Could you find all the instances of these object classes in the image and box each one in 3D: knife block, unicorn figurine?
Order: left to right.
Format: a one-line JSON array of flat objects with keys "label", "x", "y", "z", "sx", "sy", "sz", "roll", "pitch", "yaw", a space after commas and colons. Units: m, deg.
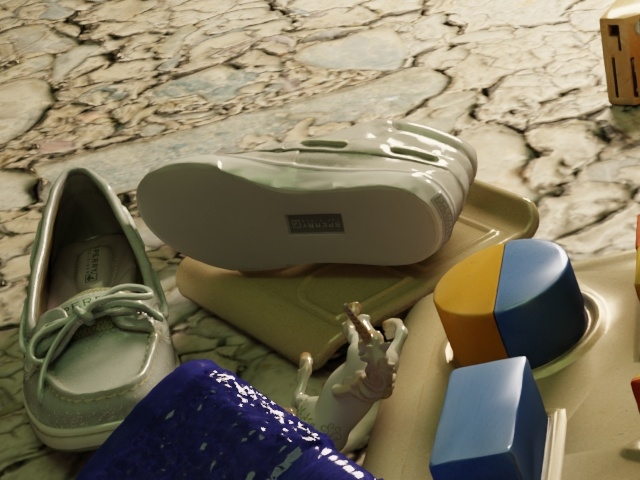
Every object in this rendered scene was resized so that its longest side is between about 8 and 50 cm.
[{"label": "unicorn figurine", "x": 0.019, "y": 0.086, "z": 0.960, "sx": 0.060, "sy": 0.162, "sz": 0.111, "roll": 16, "pitch": 28, "yaw": -7}, {"label": "knife block", "x": 0.361, "y": -0.240, "z": 1.486, "sx": 0.275, "sy": 0.088, "sz": 0.242, "roll": -18, "pitch": 26, "yaw": -9}]

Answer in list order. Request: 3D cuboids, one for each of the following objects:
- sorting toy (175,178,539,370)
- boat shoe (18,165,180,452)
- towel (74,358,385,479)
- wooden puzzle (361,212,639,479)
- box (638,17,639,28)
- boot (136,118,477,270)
[{"label": "sorting toy", "x": 0.000, "y": 0.000, "z": 1.234, "sx": 0.229, "sy": 0.041, "sz": 0.307, "roll": -31, "pitch": 32, "yaw": -24}, {"label": "boat shoe", "x": -0.172, "y": 0.048, "z": 1.133, "sx": 0.118, "sy": 0.103, "sz": 0.320, "roll": -13, "pitch": 27, "yaw": -1}, {"label": "towel", "x": -0.034, "y": 0.207, "z": 0.744, "sx": 0.227, "sy": 0.076, "sz": 0.308, "roll": -45, "pitch": 47, "yaw": -19}, {"label": "wooden puzzle", "x": 0.168, "y": 0.072, "z": 0.882, "sx": 0.347, "sy": 0.080, "sz": 0.322, "roll": -18, "pitch": 24, "yaw": 22}, {"label": "box", "x": 0.359, "y": -0.102, "z": 1.054, "sx": 0.270, "sy": 0.060, "sz": 0.216, "roll": -17, "pitch": 54, "yaw": 33}, {"label": "boot", "x": -0.006, "y": -0.041, "z": 1.188, "sx": 0.258, "sy": 0.095, "sz": 0.123, "roll": 6, "pitch": 29, "yaw": 21}]
